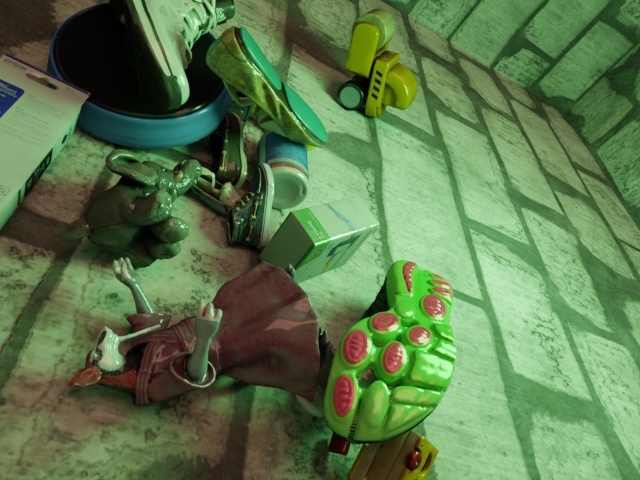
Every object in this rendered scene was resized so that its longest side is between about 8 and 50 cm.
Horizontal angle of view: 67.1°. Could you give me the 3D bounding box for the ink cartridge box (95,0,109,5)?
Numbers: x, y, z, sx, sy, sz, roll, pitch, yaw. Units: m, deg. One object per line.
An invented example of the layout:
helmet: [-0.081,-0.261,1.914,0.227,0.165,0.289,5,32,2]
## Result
ink cartridge box: [-0.509,-0.617,1.259,0.063,0.109,0.150,38,39,-7]

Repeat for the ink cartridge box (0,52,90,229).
ink cartridge box: [-0.544,-0.177,0.822,0.165,0.065,0.333,25,48,-16]

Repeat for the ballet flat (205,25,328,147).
ballet flat: [-0.114,-0.307,1.051,0.348,0.123,0.123,41,27,-48]

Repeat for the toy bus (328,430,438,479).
toy bus: [0.104,0.389,0.761,0.104,0.202,0.191,50,20,-38]

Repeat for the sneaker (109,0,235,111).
sneaker: [-0.280,-0.463,1.001,0.257,0.169,0.448,-13,64,-24]

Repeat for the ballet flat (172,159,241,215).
ballet flat: [-0.225,-0.108,1.023,0.188,0.070,0.070,28,40,-13]

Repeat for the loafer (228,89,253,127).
loafer: [-0.309,-0.372,1.188,0.302,0.095,0.109,14,45,-27]

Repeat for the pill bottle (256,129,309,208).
pill bottle: [-0.092,-0.193,1.160,0.124,0.124,0.222,18,44,-24]

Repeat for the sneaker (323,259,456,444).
sneaker: [0.134,0.208,0.870,0.185,0.202,0.483,26,27,14]

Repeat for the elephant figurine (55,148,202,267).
elephant figurine: [-0.323,-0.081,0.867,0.186,0.169,0.240,49,18,-47]

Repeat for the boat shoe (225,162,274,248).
boat shoe: [-0.148,-0.077,1.004,0.083,0.065,0.184,7,80,-30]

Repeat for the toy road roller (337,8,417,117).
toy road roller: [0.214,-0.574,1.612,0.240,0.330,0.202,20,37,12]

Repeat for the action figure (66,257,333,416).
action figure: [-0.186,0.166,0.746,0.370,0.276,0.248,-16,27,-27]

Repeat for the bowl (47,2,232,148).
bowl: [-0.386,-0.378,1.063,0.390,0.077,0.391,9,58,-14]

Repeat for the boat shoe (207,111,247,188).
boat shoe: [-0.223,-0.223,1.122,0.068,0.081,0.228,11,49,-35]

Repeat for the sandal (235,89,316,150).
sandal: [-0.118,-0.368,1.318,0.317,0.126,0.138,37,35,-4]

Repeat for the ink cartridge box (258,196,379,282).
ink cartridge box: [0.000,0.000,1.020,0.212,0.154,0.093,-19,65,-47]
